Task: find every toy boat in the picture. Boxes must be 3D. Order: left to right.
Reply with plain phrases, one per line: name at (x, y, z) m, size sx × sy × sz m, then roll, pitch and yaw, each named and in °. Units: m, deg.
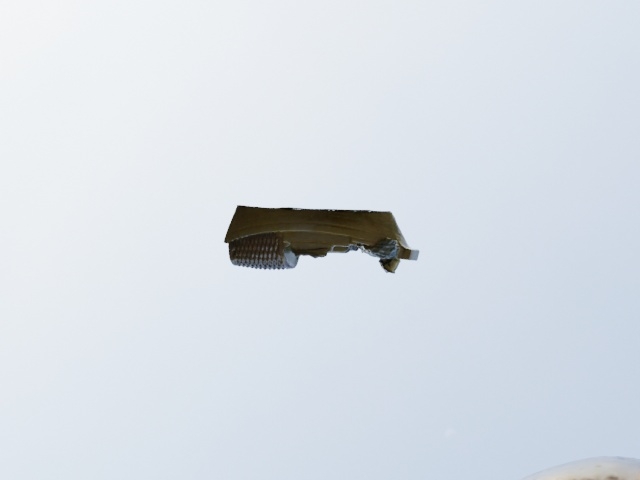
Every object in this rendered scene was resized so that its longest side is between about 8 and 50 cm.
toy boat at (0.000, 0.000, 0.935) m, size 0.149 × 0.047 × 0.049 m, roll 3°, pitch -91°, yaw 19°

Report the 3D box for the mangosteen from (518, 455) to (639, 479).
mangosteen at (0.238, 0.336, 1.008) m, size 0.306 × 0.306 × 0.359 m, roll -47°, pitch 180°, yaw 11°
